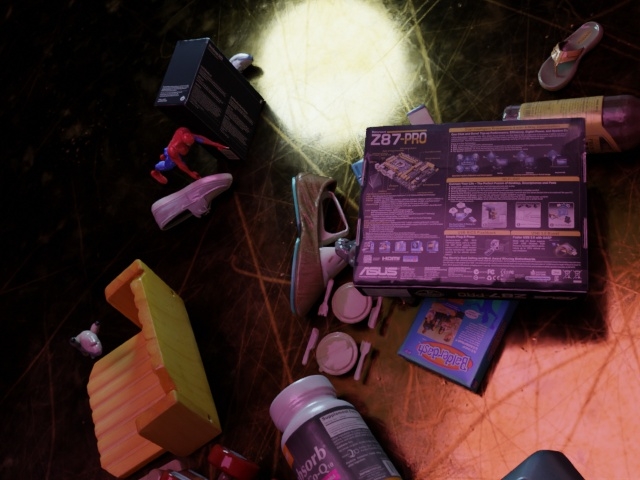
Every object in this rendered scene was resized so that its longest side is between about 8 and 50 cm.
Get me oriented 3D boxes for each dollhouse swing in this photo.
[{"bbox_3d":[-0.419,0.295,1.532,0.305,0.315,0.346,-25,57,3],"label":"dollhouse swing"}]

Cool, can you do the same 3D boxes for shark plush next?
[{"bbox_3d":[-0.522,0.243,1.597,0.067,0.073,0.161,53,138,1],"label":"shark plush"}]

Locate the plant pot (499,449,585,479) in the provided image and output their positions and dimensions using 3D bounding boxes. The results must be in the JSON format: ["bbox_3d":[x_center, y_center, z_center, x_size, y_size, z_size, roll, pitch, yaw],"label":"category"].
[{"bbox_3d":[0.319,0.462,1.058,0.247,0.252,0.247,-40,55,5],"label":"plant pot"}]

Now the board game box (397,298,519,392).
[{"bbox_3d":[0.263,0.157,1.359,0.160,0.047,0.210,22,78,34],"label":"board game box"}]

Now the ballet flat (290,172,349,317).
[{"bbox_3d":[0.000,0.000,1.556,0.124,0.116,0.342,-3,60,6],"label":"ballet flat"}]

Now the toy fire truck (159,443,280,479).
[{"bbox_3d":[-0.136,0.490,1.259,0.302,0.254,0.169,29,77,6],"label":"toy fire truck"}]

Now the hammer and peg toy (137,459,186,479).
[{"bbox_3d":[-0.336,0.647,1.395,0.266,0.127,0.361,-31,56,12],"label":"hammer and peg toy"}]

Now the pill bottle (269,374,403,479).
[{"bbox_3d":[0.026,0.392,1.304,0.162,0.162,0.278,-41,54,5],"label":"pill bottle"}]

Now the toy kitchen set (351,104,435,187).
[{"bbox_3d":[0.155,-0.188,1.512,0.207,0.166,0.122,-30,56,12],"label":"toy kitchen set"}]

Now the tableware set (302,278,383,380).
[{"bbox_3d":[0.054,0.182,1.466,0.128,0.039,0.194,13,76,23],"label":"tableware set"}]

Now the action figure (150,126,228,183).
[{"bbox_3d":[-0.326,-0.198,1.778,0.091,0.139,0.280,-67,14,-19],"label":"action figure"}]

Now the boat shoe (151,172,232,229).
[{"bbox_3d":[-0.310,-0.092,1.781,0.228,0.079,0.081,-25,78,14],"label":"boat shoe"}]

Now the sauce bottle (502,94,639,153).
[{"bbox_3d":[0.525,-0.219,1.362,0.345,0.111,0.111,0,67,30],"label":"sauce bottle"}]

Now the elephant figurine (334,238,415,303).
[{"bbox_3d":[0.150,-0.036,1.436,0.239,0.186,0.169,-55,38,5],"label":"elephant figurine"}]

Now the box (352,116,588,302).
[{"bbox_3d":[0.266,-0.055,1.281,0.395,0.097,0.318,0,73,16],"label":"box"}]

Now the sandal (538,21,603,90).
[{"bbox_3d":[0.515,-0.390,1.488,0.180,0.049,0.072,-49,54,-1],"label":"sandal"}]

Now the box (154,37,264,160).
[{"bbox_3d":[-0.263,-0.337,1.750,0.103,0.261,0.184,7,70,31],"label":"box"}]

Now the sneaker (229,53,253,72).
[{"bbox_3d":[-0.233,-0.451,1.927,0.135,0.052,0.058,-23,68,26],"label":"sneaker"}]
